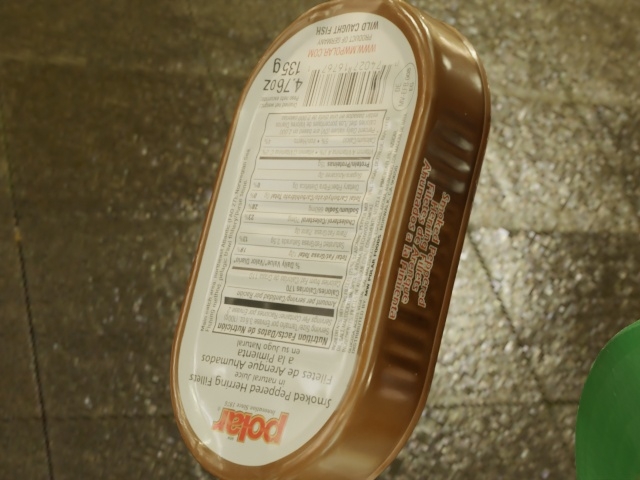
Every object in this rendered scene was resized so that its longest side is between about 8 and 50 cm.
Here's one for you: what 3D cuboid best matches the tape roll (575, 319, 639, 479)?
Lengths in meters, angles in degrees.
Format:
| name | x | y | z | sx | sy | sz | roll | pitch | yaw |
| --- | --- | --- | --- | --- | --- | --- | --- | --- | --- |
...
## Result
| name | x | y | z | sx | sy | sz | roll | pitch | yaw |
| --- | --- | --- | --- | --- | --- | --- | --- | --- | --- |
| tape roll | 0.210 | 0.157 | 0.442 | 0.077 | 0.321 | 0.321 | -23 | 56 | -15 |

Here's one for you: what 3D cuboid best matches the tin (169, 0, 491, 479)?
| name | x | y | z | sx | sy | sz | roll | pitch | yaw |
| --- | --- | --- | --- | --- | --- | --- | --- | --- | --- |
| tin | 0.000 | 0.000 | 0.474 | 0.040 | 0.106 | 0.189 | 22 | 77 | -40 |
